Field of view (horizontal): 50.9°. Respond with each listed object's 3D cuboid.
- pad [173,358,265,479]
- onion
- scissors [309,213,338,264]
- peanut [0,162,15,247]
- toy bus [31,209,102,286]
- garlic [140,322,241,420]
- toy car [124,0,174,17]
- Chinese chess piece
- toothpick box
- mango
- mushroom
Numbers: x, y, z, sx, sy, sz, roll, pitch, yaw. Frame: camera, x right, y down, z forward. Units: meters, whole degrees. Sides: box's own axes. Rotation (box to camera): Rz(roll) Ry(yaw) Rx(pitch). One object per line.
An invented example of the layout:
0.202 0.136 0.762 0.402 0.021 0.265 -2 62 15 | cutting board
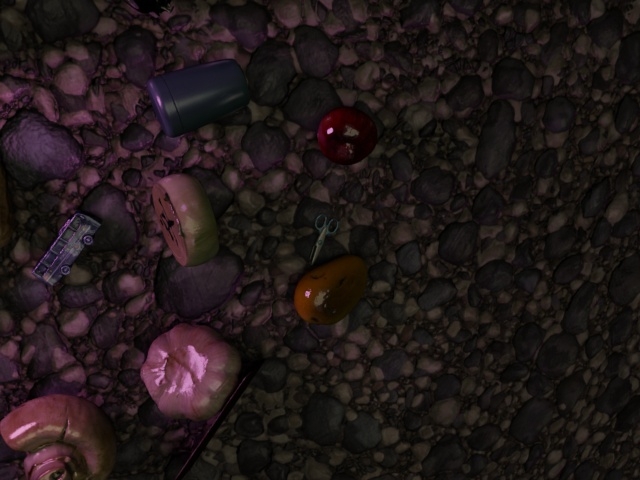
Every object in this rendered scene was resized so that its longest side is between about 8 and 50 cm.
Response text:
-0.233 0.412 1.483 0.004 0.220 0.330 35 93 5 | pad
0.057 -0.221 1.430 0.131 0.131 0.131 -5 107 -17 | onion
0.000 0.000 1.534 0.058 0.014 0.119 19 96 -21 | scissors
-0.630 -0.075 1.262 0.083 0.093 0.194 1 110 10 | peanut
-0.509 0.014 1.352 0.065 0.047 0.166 36 93 -20 | toy bus
-0.269 0.297 1.471 0.219 0.218 0.212 -35 154 -6 | garlic
-0.356 -0.556 1.196 0.301 0.118 0.193 36 84 -23 | toy car
-0.270 -0.040 1.337 0.083 0.188 0.188 -22 112 -25 | Chinese chess piece
-0.234 -0.284 1.316 0.184 0.120 0.120 -22 112 -15 | toothpick box
0.028 0.110 1.533 0.195 0.098 0.137 -45 110 -7 | mango
-0.522 0.430 1.393 0.189 0.195 0.253 -34 116 -10 | mushroom
